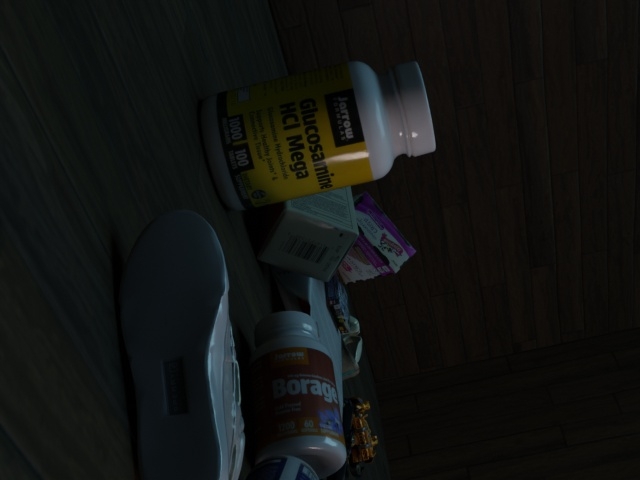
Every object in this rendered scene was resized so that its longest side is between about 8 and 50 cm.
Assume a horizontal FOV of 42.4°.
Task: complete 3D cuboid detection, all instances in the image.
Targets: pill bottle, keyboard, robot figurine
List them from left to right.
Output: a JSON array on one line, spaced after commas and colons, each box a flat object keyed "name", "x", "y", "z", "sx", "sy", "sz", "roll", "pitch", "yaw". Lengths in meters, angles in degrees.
[{"name": "pill bottle", "x": -0.050, "y": 0.301, "z": 0.891, "sx": 0.169, "sy": 0.094, "sz": 0.094, "roll": -25, "pitch": 103, "yaw": -85}, {"name": "pill bottle", "x": -0.038, "y": 0.209, "z": 1.128, "sx": 0.121, "sy": 0.121, "sz": 0.216, "roll": 72, "pitch": 7, "yaw": -51}, {"name": "pill bottle", "x": -0.001, "y": -0.169, "z": 1.271, "sx": 0.188, "sy": 0.334, "sz": 0.187, "roll": -13, "pitch": 90, "yaw": -85}, {"name": "keyboard", "x": 0.038, "y": 0.414, "z": 1.633, "sx": 0.108, "sy": 0.023, "sz": 0.180, "roll": 123, "pitch": -18, "yaw": -49}, {"name": "robot figurine", "x": 0.095, "y": 0.501, "z": 2.155, "sx": 0.291, "sy": 0.085, "sz": 0.211, "roll": 34, "pitch": 43, "yaw": -83}]

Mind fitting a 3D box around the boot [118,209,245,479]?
[{"name": "boot", "x": -0.117, "y": 0.111, "z": 0.730, "sx": 0.123, "sy": 0.095, "sz": 0.258, "roll": 82, "pitch": 5, "yaw": -73}]

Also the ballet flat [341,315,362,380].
[{"name": "ballet flat", "x": 0.057, "y": 0.262, "z": 2.215, "sx": 0.316, "sy": 0.106, "sz": 0.107, "roll": -97, "pitch": 173, "yaw": -54}]

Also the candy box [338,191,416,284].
[{"name": "candy box", "x": 0.071, "y": 0.001, "z": 1.675, "sx": 0.159, "sy": 0.071, "sz": 0.233, "roll": 49, "pitch": -22, "yaw": -8}]

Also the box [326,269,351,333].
[{"name": "box", "x": 0.038, "y": 0.126, "z": 1.744, "sx": 0.137, "sy": 0.027, "sz": 0.093, "roll": 69, "pitch": 14, "yaw": -56}]

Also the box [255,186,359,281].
[{"name": "box", "x": -0.031, "y": -0.057, "z": 1.528, "sx": 0.126, "sy": 0.149, "sz": 0.232, "roll": -59, "pitch": -158, "yaw": 31}]

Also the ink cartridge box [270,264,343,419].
[{"name": "ink cartridge box", "x": -0.027, "y": 0.194, "z": 1.630, "sx": 0.385, "sy": 0.091, "sz": 0.308, "roll": -88, "pitch": 166, "yaw": -50}]
